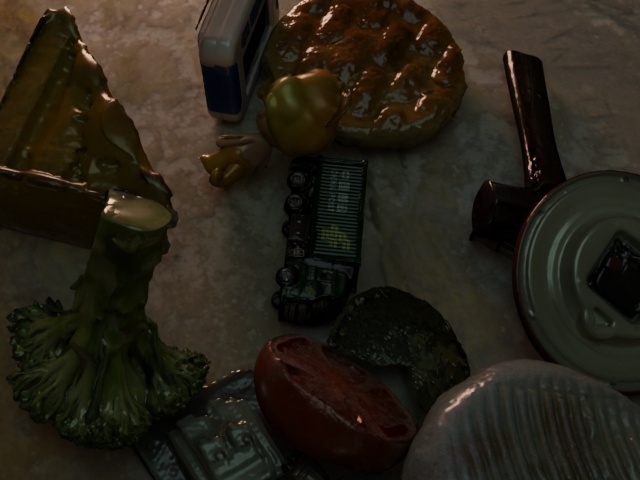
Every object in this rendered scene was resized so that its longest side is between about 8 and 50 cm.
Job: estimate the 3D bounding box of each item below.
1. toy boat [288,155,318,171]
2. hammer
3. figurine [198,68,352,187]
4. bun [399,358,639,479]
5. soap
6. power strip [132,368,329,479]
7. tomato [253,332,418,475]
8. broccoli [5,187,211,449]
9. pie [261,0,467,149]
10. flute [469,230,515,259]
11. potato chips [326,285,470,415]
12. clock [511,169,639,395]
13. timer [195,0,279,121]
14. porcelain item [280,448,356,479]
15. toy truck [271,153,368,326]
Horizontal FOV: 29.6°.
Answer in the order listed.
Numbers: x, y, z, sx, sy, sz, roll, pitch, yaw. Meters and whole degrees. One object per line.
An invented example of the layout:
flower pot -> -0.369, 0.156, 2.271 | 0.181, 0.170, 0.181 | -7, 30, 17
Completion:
toy boat -> -0.008, -0.109, 1.861 | 0.083, 0.038, 0.038 | 6, 56, 0
hammer -> 0.342, -0.142, 1.888 | 0.242, 0.095, 0.409 | 7, 48, -11
figurine -> -0.062, -0.164, 1.802 | 0.246, 0.156, 0.131 | -35, 45, 13
bun -> 0.271, 0.324, 1.489 | 0.361, 0.211, 0.362 | 3, 52, -4
soap -> -0.312, -0.165, 1.791 | 0.304, 0.169, 0.339 | 13, 58, 3
power strip -> -0.120, 0.273, 1.578 | 0.198, 0.064, 0.213 | -30, 65, -20
tomato -> 0.008, 0.220, 1.561 | 0.236, 0.236, 0.095 | 38, 102, 19
broccoli -> -0.241, 0.103, 1.515 | 0.252, 0.361, 0.221 | 49, 45, 4
pie -> 0.073, -0.278, 1.956 | 0.339, 0.083, 0.340 | 1, 57, -2
flute -> 0.328, 0.042, 1.795 | 0.233, 0.027, 0.027 | 28, 59, 12
potato chips -> 0.121, 0.155, 1.670 | 0.202, 0.029, 0.220 | -22, 67, -44
clock -> 0.416, 0.057, 1.693 | 0.318, 0.080, 0.319 | 3, 79, -16
timer -> -0.132, -0.330, 1.910 | 0.078, 0.178, 0.253 | 11, 55, 8
porcelain item -> 0.036, 0.348, 1.528 | 0.213, 0.054, 0.084 | 40, 56, 8
toy truck -> 0.000, 0.000, 1.758 | 0.121, 0.088, 0.259 | 7, 55, -1
